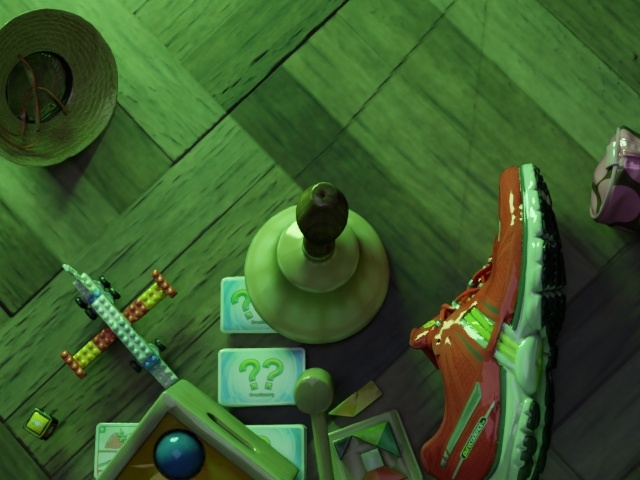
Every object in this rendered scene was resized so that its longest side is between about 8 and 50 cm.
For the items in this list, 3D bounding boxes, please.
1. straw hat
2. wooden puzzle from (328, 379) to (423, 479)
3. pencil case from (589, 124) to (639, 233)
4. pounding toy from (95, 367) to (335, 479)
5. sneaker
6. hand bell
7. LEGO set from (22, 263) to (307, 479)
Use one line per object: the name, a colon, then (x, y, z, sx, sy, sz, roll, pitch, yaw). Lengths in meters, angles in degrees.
straw hat: (-0.259, -0.139, 1.295, 0.061, 0.144, 0.144, 14, 78, 54)
wooden puzzle: (0.042, 0.183, 1.209, 0.078, 0.014, 0.116, -28, 76, 3)
pencil case: (0.325, -0.032, 1.165, 0.209, 0.098, 0.095, 14, 81, 12)
pounding toy: (-0.063, 0.190, 1.164, 0.181, 0.094, 0.206, 38, 95, 3)
sneaker: (0.132, 0.067, 1.176, 0.118, 0.107, 0.279, 4, 77, 19)
hand bell: (0.000, 0.000, 1.127, 0.126, 0.242, 0.126, 0, 77, -1)
LEGO set: (-0.134, 0.115, 1.228, 0.244, 0.060, 0.182, 0, 78, 6)
